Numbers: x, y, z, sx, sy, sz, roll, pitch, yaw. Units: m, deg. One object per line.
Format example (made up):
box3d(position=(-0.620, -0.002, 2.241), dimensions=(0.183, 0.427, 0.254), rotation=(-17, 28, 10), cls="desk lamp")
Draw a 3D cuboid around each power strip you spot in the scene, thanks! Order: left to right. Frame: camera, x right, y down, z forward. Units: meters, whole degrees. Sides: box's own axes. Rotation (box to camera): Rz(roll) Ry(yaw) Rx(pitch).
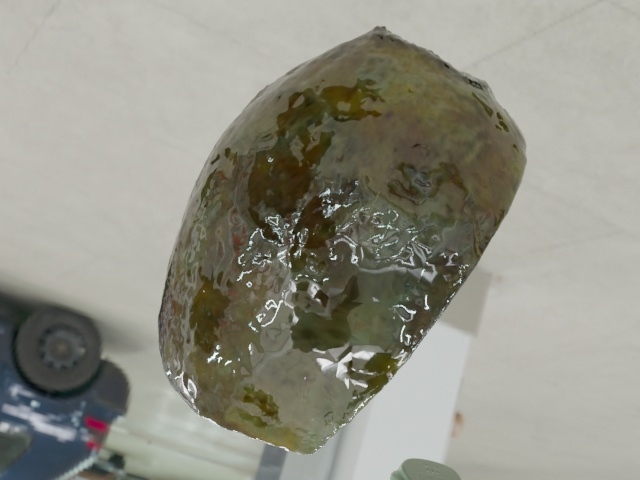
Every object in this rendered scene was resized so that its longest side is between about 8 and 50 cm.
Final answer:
box3d(position=(0.072, 0.175, 0.752), dimensions=(0.055, 0.035, 0.083), rotation=(13, -165, -2), cls="power strip")

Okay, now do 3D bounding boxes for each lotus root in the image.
box3d(position=(0.002, 0.002, 0.824), dimensions=(0.210, 0.314, 0.142), rotation=(27, -165, -5), cls="lotus root")
